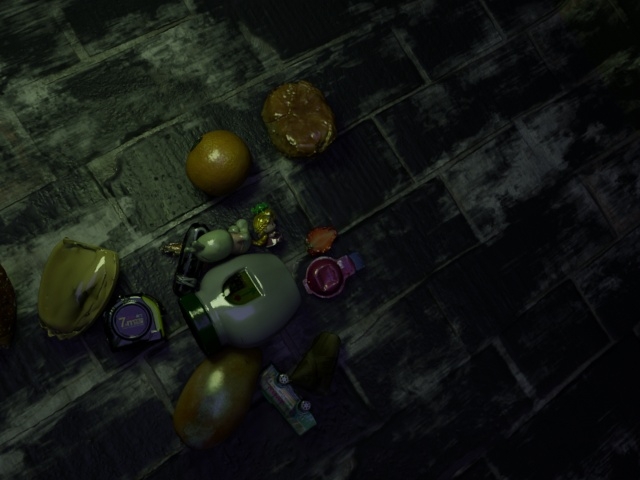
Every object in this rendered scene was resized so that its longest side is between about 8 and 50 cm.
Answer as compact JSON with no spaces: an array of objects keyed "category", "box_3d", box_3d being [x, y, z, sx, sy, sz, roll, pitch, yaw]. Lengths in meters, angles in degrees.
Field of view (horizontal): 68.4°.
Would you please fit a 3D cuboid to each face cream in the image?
[{"category":"face cream","box_3d":[-0.265,0.206,1.564,0.356,0.220,0.313,-28,67,-23]}]

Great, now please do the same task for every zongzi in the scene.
[{"category":"zongzi","box_3d":[-0.026,0.401,1.605,0.112,0.242,0.221,3,66,31]}]

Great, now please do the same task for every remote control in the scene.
[{"category":"remote control","box_3d":[-0.439,0.066,1.613,0.090,0.066,0.266,16,81,-21]}]

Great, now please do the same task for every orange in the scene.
[{"category":"orange","box_3d":[-0.351,-0.269,1.637,0.236,0.236,0.237,2,81,-12]}]

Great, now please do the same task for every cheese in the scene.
[{"category":"cheese","box_3d":[-0.779,0.157,1.498,0.259,0.128,0.316,8,73,24]},{"category":"cheese","box_3d":[0.048,0.120,1.741,0.244,0.062,0.155,-28,89,-16]}]

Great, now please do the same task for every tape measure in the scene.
[{"category":"tape measure","box_3d":[-0.608,0.263,1.554,0.198,0.112,0.186,-11,91,-19]}]

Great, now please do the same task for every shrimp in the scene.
[{"category":"shrimp","box_3d":[-0.477,0.070,1.651,0.178,0.034,0.125,3,83,-21]}]

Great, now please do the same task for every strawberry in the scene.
[{"category":"strawberry","box_3d":[-0.001,0.002,1.759,0.152,0.048,0.104,-29,81,-29]}]

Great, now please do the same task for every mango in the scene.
[{"category":"mango","box_3d":[-0.324,0.497,1.536,0.221,0.199,0.384,33,66,13]}]

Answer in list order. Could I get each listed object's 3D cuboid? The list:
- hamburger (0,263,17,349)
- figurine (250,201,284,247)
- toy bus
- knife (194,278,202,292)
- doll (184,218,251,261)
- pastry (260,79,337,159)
[{"category":"hamburger","box_3d":[-1.012,0.199,1.411,0.146,0.243,0.286,-4,97,-15]},{"category":"figurine","box_3d":[-0.213,-0.052,1.702,0.114,0.095,0.157,-20,104,6]},{"category":"toy bus","box_3d":[-0.116,0.542,1.628,0.109,0.091,0.262,-39,89,-8]},{"category":"knife","box_3d":[-0.379,0.222,1.657,0.054,0.015,0.212,-43,92,-14]},{"category":"doll","box_3d":[-0.328,0.014,1.587,0.275,0.154,0.113,-29,93,-55]},{"category":"pastry","box_3d":[-0.075,-0.433,1.751,0.254,0.162,0.311,-20,76,-4]}]
